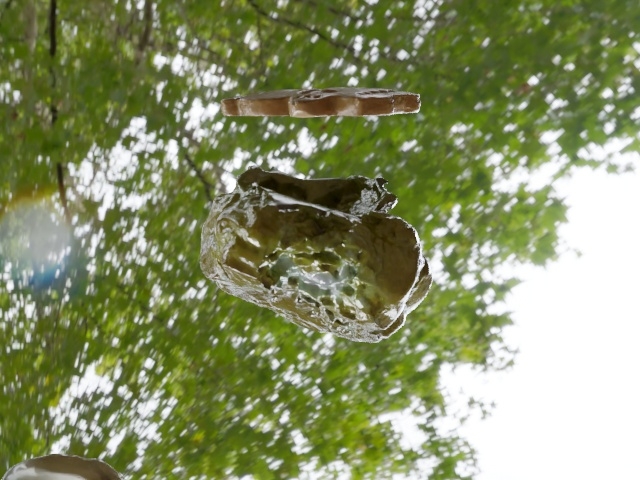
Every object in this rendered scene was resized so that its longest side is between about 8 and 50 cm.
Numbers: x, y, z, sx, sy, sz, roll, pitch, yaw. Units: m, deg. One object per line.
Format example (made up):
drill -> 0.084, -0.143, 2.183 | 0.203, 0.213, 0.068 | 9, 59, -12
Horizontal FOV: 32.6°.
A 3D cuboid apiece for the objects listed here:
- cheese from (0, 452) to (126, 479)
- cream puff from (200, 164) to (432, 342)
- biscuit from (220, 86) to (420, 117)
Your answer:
cheese -> -0.212, 0.300, 0.828 | 0.127, 0.266, 0.233 | 14, -78, -18
cream puff -> 0.001, 0.000, 1.254 | 0.281, 0.282, 0.185 | 25, -105, -7
biscuit -> 0.002, -0.131, 1.032 | 0.133, 0.184, 0.027 | -13, -75, -46
